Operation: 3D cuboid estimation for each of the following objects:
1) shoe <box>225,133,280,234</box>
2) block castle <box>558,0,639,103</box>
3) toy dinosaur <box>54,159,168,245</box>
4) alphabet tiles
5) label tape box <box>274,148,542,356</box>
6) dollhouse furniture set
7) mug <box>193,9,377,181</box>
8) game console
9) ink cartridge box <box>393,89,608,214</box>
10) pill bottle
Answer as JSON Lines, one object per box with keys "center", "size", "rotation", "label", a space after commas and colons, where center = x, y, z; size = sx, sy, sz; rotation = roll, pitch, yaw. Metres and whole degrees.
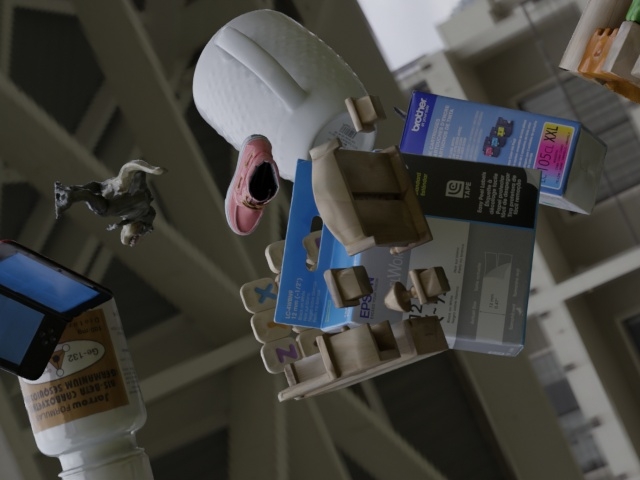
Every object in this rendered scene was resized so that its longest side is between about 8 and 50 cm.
{"center": [-0.105, -0.070, 1.897], "size": [0.081, 0.063, 0.178], "rotation": [-110, 29, -54], "label": "shoe"}
{"center": [0.445, -0.199, 1.161], "size": [0.303, 0.213, 0.453], "rotation": [23, -174, -9], "label": "block castle"}
{"center": [-0.239, -0.050, 1.381], "size": [0.268, 0.118, 0.064], "rotation": [128, 137, -74], "label": "toy dinosaur"}
{"center": [0.006, 0.123, 2.200], "size": [0.278, 0.021, 0.284], "rotation": [-14, -104, -25], "label": "alphabet tiles"}
{"center": [0.119, 0.012, 1.705], "size": [0.115, 0.347, 0.249], "rotation": [83, -165, -78], "label": "label tape box"}
{"center": [0.000, 0.000, 1.513], "size": [0.303, 0.174, 0.355], "rotation": [-1, -111, -64], "label": "dollhouse furniture set"}
{"center": [-0.074, -0.283, 2.379], "size": [0.328, 0.276, 0.374], "rotation": [43, 179, 39], "label": "mug"}
{"center": [-0.312, 0.076, 1.281], "size": [0.144, 0.085, 0.124], "rotation": [32, -102, -36], "label": "game console"}
{"center": [0.325, -0.175, 2.376], "size": [0.270, 0.395, 0.151], "rotation": [15, -92, -66], "label": "ink cartridge box"}
{"center": [-0.273, 0.184, 1.419], "size": [0.131, 0.131, 0.229], "rotation": [1, -109, -68], "label": "pill bottle"}
